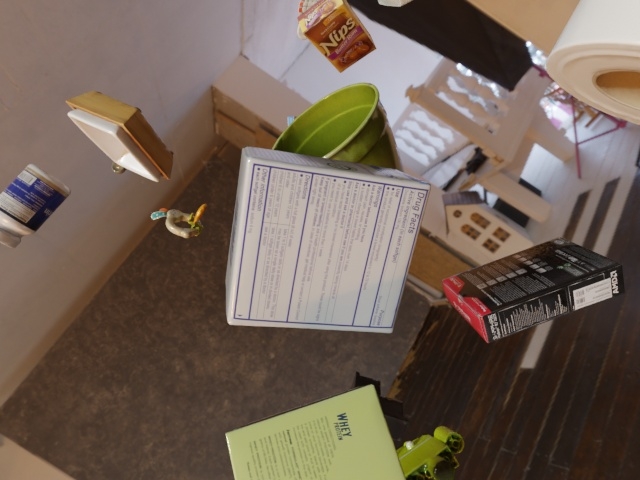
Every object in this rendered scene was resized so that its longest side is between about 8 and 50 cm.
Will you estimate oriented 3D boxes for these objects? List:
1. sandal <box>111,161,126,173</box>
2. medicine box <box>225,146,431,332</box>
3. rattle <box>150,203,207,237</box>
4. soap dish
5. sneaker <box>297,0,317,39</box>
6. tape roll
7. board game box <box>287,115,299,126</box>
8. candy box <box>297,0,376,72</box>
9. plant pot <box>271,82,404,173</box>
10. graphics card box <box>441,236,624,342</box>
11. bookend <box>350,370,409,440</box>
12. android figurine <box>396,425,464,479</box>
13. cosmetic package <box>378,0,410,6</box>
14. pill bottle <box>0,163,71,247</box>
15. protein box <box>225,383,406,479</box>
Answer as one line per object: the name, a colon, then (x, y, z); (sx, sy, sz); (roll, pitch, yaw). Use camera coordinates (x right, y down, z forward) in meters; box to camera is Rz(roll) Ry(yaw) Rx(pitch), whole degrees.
sandal: (-0.745, -0.339, 1.528); (0.049, 0.072, 0.180); (19, -96, -81)
medicine box: (0.000, 0.000, 0.691); (0.149, 0.289, 0.263); (-122, 41, -67)
rattle: (-0.520, -0.107, 1.492); (0.130, 0.200, 0.142); (-39, -23, -37)
soap dish: (-0.620, -0.328, 1.306); (0.118, 0.229, 0.291); (-61, -17, -18)
sneaker: (-0.054, -0.797, 1.439); (0.064, 0.061, 0.157); (-96, 20, -48)
tape roll: (0.463, -0.237, 0.541); (0.286, 0.286, 0.100); (-60, -5, -76)
board game box: (0.002, -0.464, 1.876); (0.232, 0.291, 0.141); (-98, 2, -46)
candy box: (0.042, -0.482, 0.957); (0.109, 0.053, 0.187); (-26, -21, 25)
plant pot: (0.097, -0.212, 1.242); (0.367, 0.353, 0.366); (-27, 36, 22)
graphics card box: (0.549, 0.120, 1.091); (0.371, 0.094, 0.233); (-21, 18, -1)
bookend: (0.165, 0.475, 1.186); (0.157, 0.156, 0.072); (-71, -6, -69)
android figurine: (0.196, 0.494, 0.892); (0.248, 0.056, 0.273); (-31, -13, -8)
cosmetic package: (0.289, -0.698, 0.992); (0.310, 0.113, 0.160); (-27, 34, 4)
pill bottle: (-0.997, -0.114, 1.378); (0.264, 0.153, 0.153); (-56, 1, -16)
protein box: (0.002, 0.326, 0.557); (0.201, 0.199, 0.136); (-16, -19, -8)
